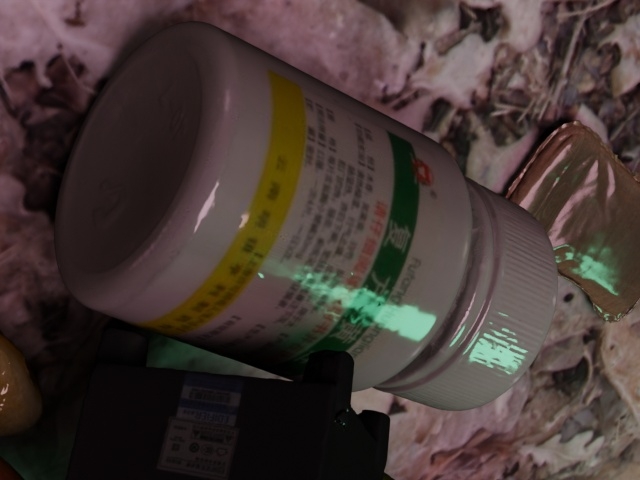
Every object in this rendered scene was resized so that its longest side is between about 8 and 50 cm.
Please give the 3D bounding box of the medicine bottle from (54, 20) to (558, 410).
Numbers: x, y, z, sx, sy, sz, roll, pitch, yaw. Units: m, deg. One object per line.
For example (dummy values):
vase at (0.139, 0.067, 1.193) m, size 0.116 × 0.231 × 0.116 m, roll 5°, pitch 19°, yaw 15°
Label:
medicine bottle at (0.000, 0.000, 0.987) m, size 0.339 × 0.208 × 0.208 m, roll 23°, pitch 99°, yaw -34°

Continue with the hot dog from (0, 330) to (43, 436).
hot dog at (-0.294, 0.066, 0.930) m, size 0.242 × 0.084 × 0.073 m, roll 26°, pitch 94°, yaw -35°

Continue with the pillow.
pillow at (0.251, -0.015, 1.229) m, size 0.211 × 0.034 × 0.135 m, roll 33°, pitch 97°, yaw -34°

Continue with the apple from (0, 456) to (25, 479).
apple at (-0.269, 0.265, 0.935) m, size 0.163 × 0.251 × 0.293 m, roll 3°, pitch 112°, yaw -55°

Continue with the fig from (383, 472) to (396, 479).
fig at (-0.024, 0.325, 1.109) m, size 0.314 × 0.233 × 0.233 m, roll -39°, pitch 125°, yaw -17°

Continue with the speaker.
speaker at (-0.061, 0.214, 0.922) m, size 0.232 × 0.184 × 0.254 m, roll 64°, pitch 34°, yaw -67°
